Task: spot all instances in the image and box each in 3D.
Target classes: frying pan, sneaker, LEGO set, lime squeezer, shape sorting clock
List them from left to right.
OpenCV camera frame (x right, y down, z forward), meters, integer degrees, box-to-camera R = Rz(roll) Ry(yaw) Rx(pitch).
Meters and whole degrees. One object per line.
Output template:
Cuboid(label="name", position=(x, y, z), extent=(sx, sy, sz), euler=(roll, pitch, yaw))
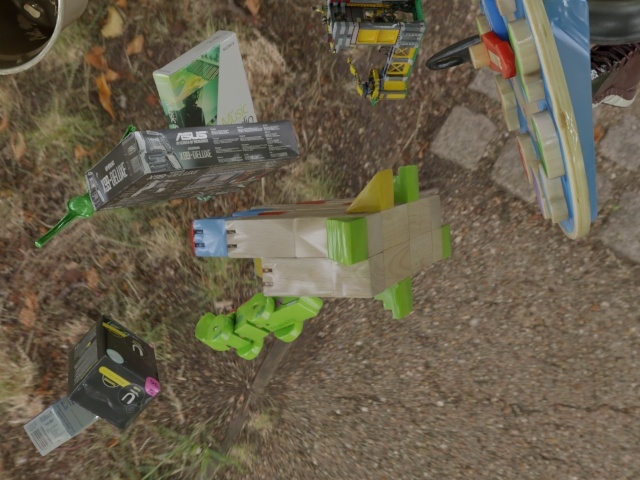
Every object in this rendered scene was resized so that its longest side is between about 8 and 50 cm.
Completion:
Cuboid(label="lime squeezer", position=(-0.469, -0.093, 1.591), extent=(0.059, 0.110, 0.310), euler=(40, 68, -16))
Cuboid(label="LEGO set", position=(0.066, -0.431, 1.482), extent=(0.192, 0.255, 0.331), euler=(-2, 72, -9))
Cuboid(label="shape sorting clock", position=(0.096, -0.099, 0.396), extent=(0.040, 0.206, 0.206), euler=(-15, 81, 9))
Cuboid(label="frying pan", position=(0.274, -0.244, 0.836), extent=(0.197, 0.326, 0.053), euler=(13, 75, -18))
Cuboid(label="sneaker", position=(0.431, -0.290, 1.179), extent=(0.106, 0.162, 0.281), euler=(42, 33, 26))

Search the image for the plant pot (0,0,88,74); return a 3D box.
Cuboid(label="plant pot", position=(-0.684, -0.572, 1.764), extent=(0.334, 0.305, 0.334), euler=(2, 113, 5))

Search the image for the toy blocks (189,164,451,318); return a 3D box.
Cuboid(label="toy blocks", position=(0.000, 0.000, 1.072), extent=(0.261, 0.381, 0.191), euler=(0, 98, 26))

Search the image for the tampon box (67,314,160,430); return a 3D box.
Cuboid(label="tampon box", position=(-0.364, 0.229, 1.370), extent=(0.120, 0.161, 0.101), euler=(39, 96, -26))

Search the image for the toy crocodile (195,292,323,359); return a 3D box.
Cuboid(label="toy crocodile", position=(-0.137, 0.166, 1.655), extent=(0.115, 0.340, 0.105), euler=(31, 47, -33))

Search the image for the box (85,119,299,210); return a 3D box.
Cuboid(label="box", position=(-0.230, -0.133, 1.393), extent=(0.307, 0.242, 0.076), euler=(-11, 84, -35))

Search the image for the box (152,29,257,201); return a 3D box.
Cuboid(label="box", position=(-0.246, -0.284, 1.786), extent=(0.058, 0.322, 0.232), euler=(13, 43, 33))

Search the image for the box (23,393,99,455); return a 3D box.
Cuboid(label="box", position=(-0.459, 0.321, 1.457), extent=(0.072, 0.126, 0.137), euler=(56, 39, 1))
